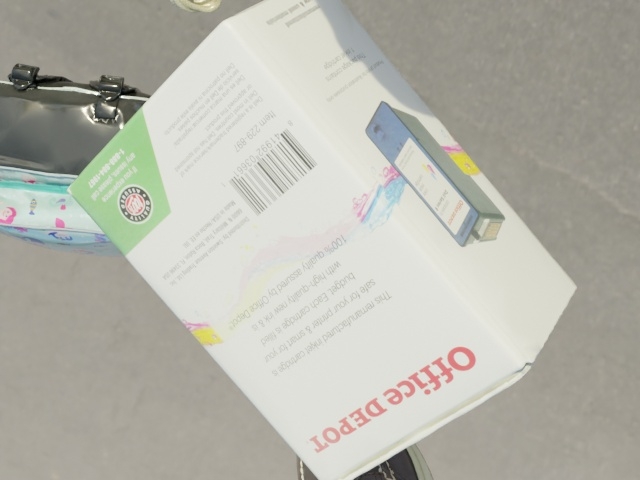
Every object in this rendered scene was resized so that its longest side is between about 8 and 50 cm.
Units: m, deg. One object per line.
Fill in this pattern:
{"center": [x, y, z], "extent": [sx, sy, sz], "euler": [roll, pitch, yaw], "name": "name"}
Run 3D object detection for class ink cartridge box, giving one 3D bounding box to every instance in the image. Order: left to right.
{"center": [0.000, 0.000, 0.604], "extent": [0.212, 0.093, 0.154], "euler": [50, 128, -1], "name": "ink cartridge box"}

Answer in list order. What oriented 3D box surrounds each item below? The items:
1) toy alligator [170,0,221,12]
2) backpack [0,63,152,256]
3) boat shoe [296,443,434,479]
{"center": [-0.128, -0.157, 0.539], "extent": [0.190, 0.051, 0.056], "euler": [20, 120, -37], "name": "toy alligator"}
{"center": [-0.254, -0.079, 1.310], "extent": [0.225, 0.191, 0.253], "euler": [6, 180, 4], "name": "backpack"}
{"center": [0.031, 0.224, 0.865], "extent": [0.103, 0.285, 0.092], "euler": [-31, 138, 21], "name": "boat shoe"}
